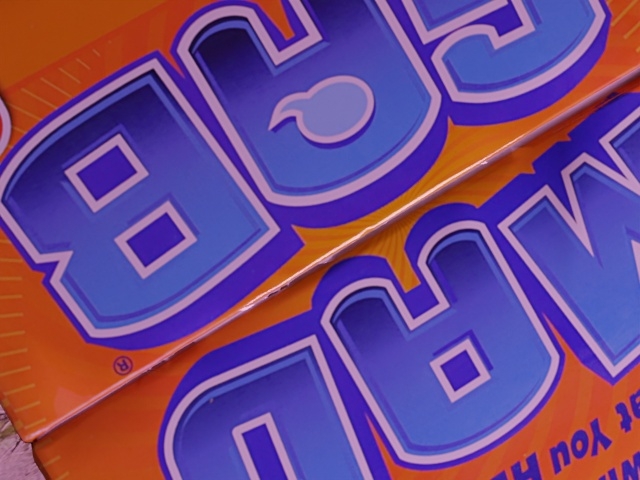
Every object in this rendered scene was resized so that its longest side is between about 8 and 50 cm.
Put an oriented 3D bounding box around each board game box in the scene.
[{"bbox_3d":[0.000,0.000,0.625,0.356,0.356,0.356,-31,-177,-10],"label":"board game box"}]
